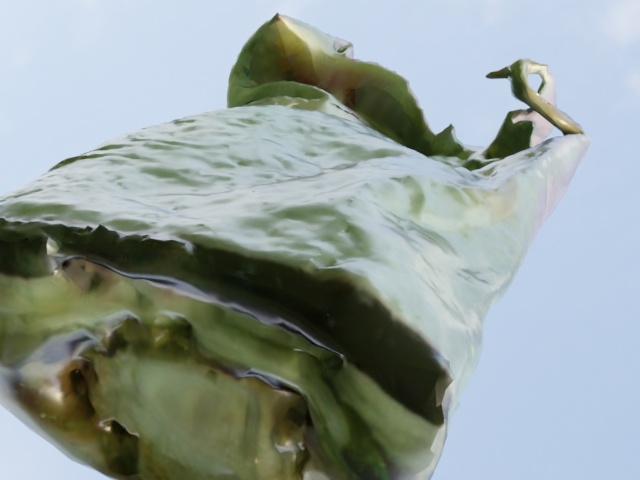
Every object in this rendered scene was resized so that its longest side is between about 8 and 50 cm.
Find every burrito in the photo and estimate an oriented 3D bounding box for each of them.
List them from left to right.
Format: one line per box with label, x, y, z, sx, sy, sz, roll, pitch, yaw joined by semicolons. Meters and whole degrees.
burrito;0.000;0.000;0.520;0.143;0.089;0.229;15;-157;17
